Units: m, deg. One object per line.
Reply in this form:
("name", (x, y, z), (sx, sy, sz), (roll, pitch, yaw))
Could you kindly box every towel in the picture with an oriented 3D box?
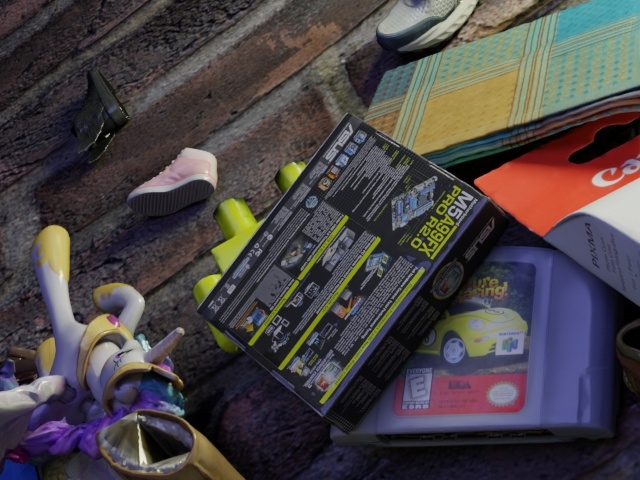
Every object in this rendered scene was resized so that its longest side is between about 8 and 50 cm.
("towel", (0.209, -0.168, 1.614), (0.370, 0.040, 0.271), (-16, 28, 27))

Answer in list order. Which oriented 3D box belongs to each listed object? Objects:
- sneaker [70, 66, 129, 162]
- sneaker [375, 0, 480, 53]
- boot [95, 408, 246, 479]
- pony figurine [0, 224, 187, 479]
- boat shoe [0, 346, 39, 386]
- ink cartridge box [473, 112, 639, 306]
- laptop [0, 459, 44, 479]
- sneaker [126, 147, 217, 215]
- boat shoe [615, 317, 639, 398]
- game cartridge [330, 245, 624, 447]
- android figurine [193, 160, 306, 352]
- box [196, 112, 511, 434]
("sneaker", (-0.337, -0.187, 2.156), (0.089, 0.051, 0.170), (-37, 43, 2))
("sneaker", (0.157, -0.359, 1.825), (0.283, 0.122, 0.110), (-48, 39, -4))
("boot", (-0.124, 0.247, 1.427), (0.236, 0.269, 0.089), (1, 57, 41))
("pony figurine", (-0.291, 0.187, 1.584), (0.351, 0.303, 0.363), (-56, 32, 3))
("boat shoe", (-0.333, 0.180, 1.825), (0.207, 0.073, 0.073), (-3, 56, 48))
("ink cartridge box", (0.356, -0.078, 1.350), (0.308, 0.091, 0.385), (-27, 34, -14))
("laptop", (-0.437, 0.367, 1.688), (0.234, 0.136, 0.264), (-26, 15, 22))
("sneaker", (-0.193, -0.080, 1.942), (0.134, 0.051, 0.070), (-17, 45, 25))
("boat shoe", (0.394, 0.114, 1.229), (0.307, 0.104, 0.110), (-5, 52, 37))
("game cartridge", (0.151, 0.103, 1.444), (0.294, 0.060, 0.196), (-7, 59, 29))
("android figurine", (-0.014, 0.039, 1.622), (0.248, 0.056, 0.273), (-29, 57, 0))
("box", (0.029, 0.028, 1.489), (0.216, 0.060, 0.270), (35, 87, 38))
